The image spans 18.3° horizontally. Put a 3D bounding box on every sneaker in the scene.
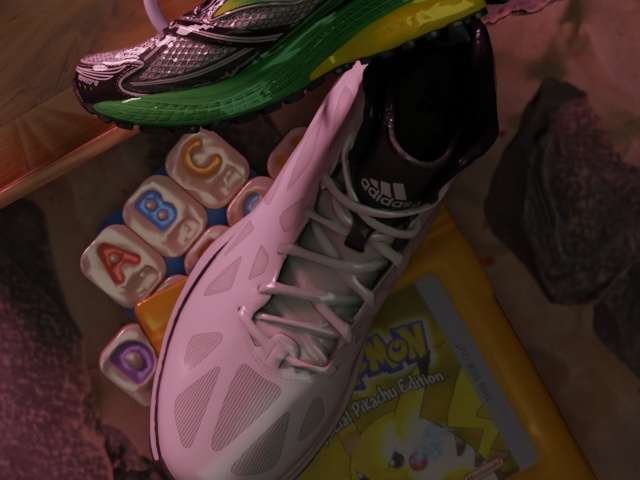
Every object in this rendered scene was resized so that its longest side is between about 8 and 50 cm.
[{"bbox_3d":[-0.032,-0.187,1.480,0.343,0.134,0.146,-25,106,5],"label":"sneaker"},{"bbox_3d":[-0.001,-0.001,1.555,0.169,0.257,0.447,28,77,1],"label":"sneaker"}]

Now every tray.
[{"bbox_3d":[-0.195,-0.188,1.712,0.411,0.076,0.203,-28,97,5],"label":"tray"}]

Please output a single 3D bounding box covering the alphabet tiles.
[{"bbox_3d":[-0.055,0.045,1.738,0.278,0.021,0.284,41,86,-8],"label":"alphabet tiles"}]

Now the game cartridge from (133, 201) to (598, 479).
[{"bbox_3d":[0.038,0.134,1.685,0.285,0.052,0.323,-28,85,-10],"label":"game cartridge"}]

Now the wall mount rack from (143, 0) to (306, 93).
[{"bbox_3d":[-0.050,-0.290,1.550,0.304,0.130,0.350,43,111,-13],"label":"wall mount rack"}]

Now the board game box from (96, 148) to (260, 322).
[{"bbox_3d":[-0.116,0.002,1.754,0.133,0.033,0.168,45,84,-8],"label":"board game box"}]
